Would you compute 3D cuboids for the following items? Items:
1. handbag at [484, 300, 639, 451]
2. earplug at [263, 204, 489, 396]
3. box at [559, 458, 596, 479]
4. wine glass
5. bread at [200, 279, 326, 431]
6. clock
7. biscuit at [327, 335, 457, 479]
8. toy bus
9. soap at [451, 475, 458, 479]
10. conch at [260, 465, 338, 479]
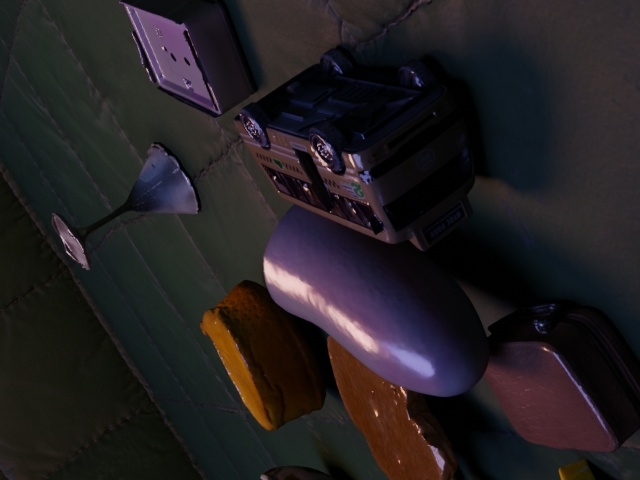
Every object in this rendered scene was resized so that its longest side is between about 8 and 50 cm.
[{"bbox_3d":[0.244,0.140,1.118,0.151,0.072,0.193,57,162,-3],"label":"handbag"},{"bbox_3d":[0.080,0.072,1.198,0.301,0.172,0.172,38,154,51],"label":"earplug"},{"bbox_3d":[0.335,0.400,1.264,0.152,0.043,0.269,-104,-3,-56],"label":"box"},{"bbox_3d":[-0.349,-0.054,1.924,0.156,0.232,0.156,45,157,26],"label":"wine glass"},{"bbox_3d":[-0.089,0.194,1.842,0.195,0.142,0.270,26,143,58],"label":"bread"},{"bbox_3d":[-0.181,-0.261,1.463,0.192,0.071,0.147,30,147,51],"label":"clock"},{"bbox_3d":[0.103,0.236,1.548,0.376,0.051,0.269,-143,35,-63],"label":"biscuit"},{"bbox_3d":[0.035,-0.095,1.134,0.289,0.139,0.157,23,145,58],"label":"toy bus"},{"bbox_3d":[0.157,0.342,1.670,0.168,0.033,0.089,17,135,60],"label":"soap"},{"bbox_3d":[0.021,0.596,2.144,0.249,0.197,0.368,-90,-20,-52],"label":"conch"}]
